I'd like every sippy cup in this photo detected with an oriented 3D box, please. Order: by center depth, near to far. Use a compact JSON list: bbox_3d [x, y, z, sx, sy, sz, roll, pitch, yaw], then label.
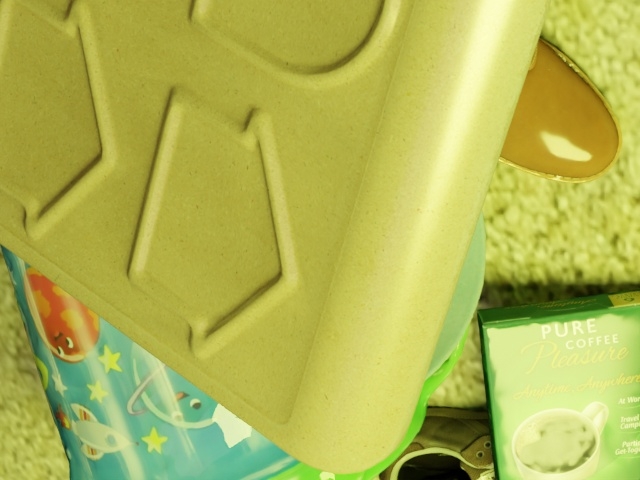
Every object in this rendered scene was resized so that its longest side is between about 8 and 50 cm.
[{"bbox_3d":[-0.080,0.045,1.209,0.240,0.305,0.224,-1,116,53],"label":"sippy cup"}]

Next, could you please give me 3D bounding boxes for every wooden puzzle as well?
[{"bbox_3d":[-0.057,-0.101,0.975,0.348,0.080,0.322,30,121,25],"label":"wooden puzzle"}]

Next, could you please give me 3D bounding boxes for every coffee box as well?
[{"bbox_3d":[0.162,0.126,1.234,0.113,0.040,0.184,-9,104,1],"label":"coffee box"}]

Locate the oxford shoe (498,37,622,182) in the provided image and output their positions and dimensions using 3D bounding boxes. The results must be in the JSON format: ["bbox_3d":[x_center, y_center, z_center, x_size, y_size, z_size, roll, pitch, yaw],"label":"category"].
[{"bbox_3d":[0.089,-0.099,1.114,0.212,0.076,0.076,35,89,-15],"label":"oxford shoe"}]

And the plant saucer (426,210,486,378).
[{"bbox_3d":[0.000,0.000,1.118,0.195,0.195,0.037,43,160,-13],"label":"plant saucer"}]

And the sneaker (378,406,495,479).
[{"bbox_3d":[0.128,0.144,1.290,0.188,0.071,0.066,-10,120,25],"label":"sneaker"}]
